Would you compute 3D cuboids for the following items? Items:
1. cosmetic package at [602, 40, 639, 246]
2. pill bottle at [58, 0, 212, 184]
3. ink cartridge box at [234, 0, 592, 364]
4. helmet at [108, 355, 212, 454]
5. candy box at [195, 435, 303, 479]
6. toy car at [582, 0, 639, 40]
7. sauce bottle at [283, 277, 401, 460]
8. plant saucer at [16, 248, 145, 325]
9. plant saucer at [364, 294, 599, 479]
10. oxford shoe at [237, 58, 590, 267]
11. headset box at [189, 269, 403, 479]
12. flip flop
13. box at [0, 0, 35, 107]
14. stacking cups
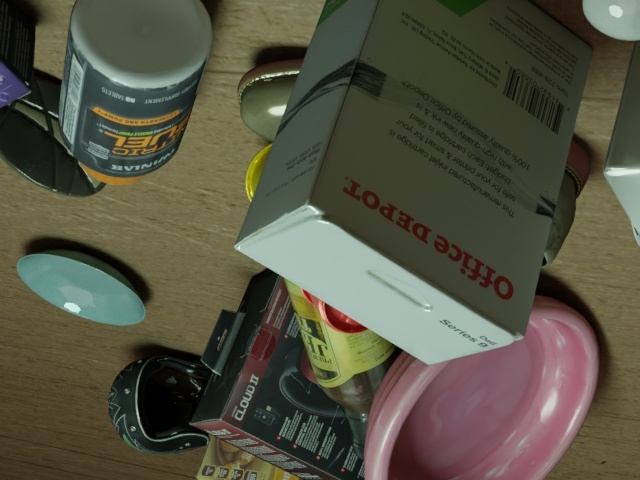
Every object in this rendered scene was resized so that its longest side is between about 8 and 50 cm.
[{"bbox_3d":[0.429,-0.064,0.944,0.365,0.155,0.197,0,146,34],"label":"cosmetic package"},{"bbox_3d":[-0.188,-0.145,1.212,0.130,0.130,0.245,22,153,-5],"label":"pill bottle"},{"bbox_3d":[0.081,-0.077,0.993,0.211,0.289,0.121,32,149,-22],"label":"ink cartridge box"},{"bbox_3d":[-0.250,0.257,1.940,0.161,0.169,0.169,5,153,-5],"label":"helmet"},{"bbox_3d":[-0.011,0.308,1.854,0.316,0.183,0.087,1,148,31],"label":"candy box"},{"bbox_3d":[0.212,-0.237,0.812,0.136,0.159,0.182,-23,144,0],"label":"toy car"},{"bbox_3d":[0.035,0.112,1.433,0.111,0.111,0.344,2,125,29],"label":"sauce bottle"},{"bbox_3d":[-0.334,0.058,1.766,0.195,0.037,0.195,16,152,9],"label":"plant saucer"},{"bbox_3d":[0.180,0.198,1.460,0.084,0.332,0.332,42,173,44],"label":"plant saucer"},{"bbox_3d":[0.077,-0.074,1.170,0.348,0.130,0.123,16,152,6],"label":"oxford shoe"},{"bbox_3d":[-0.013,0.184,1.590,0.293,0.218,0.110,29,158,-19],"label":"headset box"},{"bbox_3d":[-0.357,-0.138,1.375,0.277,0.112,0.080,22,178,-10],"label":"flip flop"},{"bbox_3d":[-0.400,-0.209,1.199,0.153,0.108,0.207,-25,136,18],"label":"box"},{"bbox_3d":[0.000,0.000,1.187,0.096,0.096,0.316,34,-167,-25],"label":"stacking cups"}]
